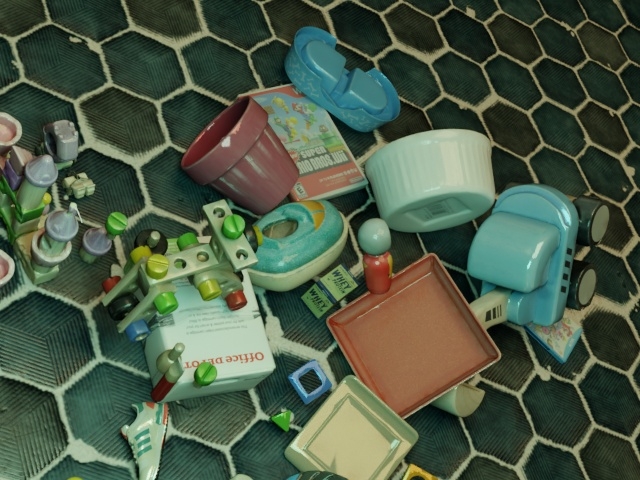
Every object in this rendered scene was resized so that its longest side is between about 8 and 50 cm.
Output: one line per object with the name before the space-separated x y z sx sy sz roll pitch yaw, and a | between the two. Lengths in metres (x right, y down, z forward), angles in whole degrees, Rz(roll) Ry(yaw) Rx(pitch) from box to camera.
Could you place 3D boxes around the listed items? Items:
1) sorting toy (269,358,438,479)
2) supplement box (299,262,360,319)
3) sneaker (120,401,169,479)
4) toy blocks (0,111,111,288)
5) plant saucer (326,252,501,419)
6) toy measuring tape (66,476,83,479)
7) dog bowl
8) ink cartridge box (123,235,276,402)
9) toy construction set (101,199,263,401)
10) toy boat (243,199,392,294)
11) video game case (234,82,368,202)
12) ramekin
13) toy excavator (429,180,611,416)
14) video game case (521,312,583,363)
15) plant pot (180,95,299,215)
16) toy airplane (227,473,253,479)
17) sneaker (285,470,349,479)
sorting toy | 0.057 0.378 1.783 0.347 0.047 0.196 42 74 -1
supplement box | 0.019 0.101 1.924 0.056 0.083 0.083 50 50 6
sneaker | -0.299 0.344 1.617 0.075 0.057 0.161 10 58 -6
toy blocks | -0.483 -0.093 1.632 0.309 0.260 0.289 -22 74 -38
plant saucer | 0.180 0.195 1.883 0.258 0.048 0.259 -32 62 3
toy measuring tape | -0.381 0.505 1.417 0.121 0.121 0.330 13 56 -24
dog bowl | 0.044 -0.360 2.206 0.297 0.074 0.166 35 43 -16
ink cartridge box | -0.220 0.138 1.741 0.198 0.115 0.273 -4 64 -31
toy construction set | -0.210 0.077 1.555 0.257 0.237 0.309 10 59 -21
toy boat | 0.000 0.000 1.852 0.318 0.148 0.267 14 37 30
video game case | -0.040 -0.215 2.122 0.204 0.025 0.285 -19 73 -37
ramekin | 0.242 -0.119 2.074 0.277 0.277 0.135 2 69 -30
toy excavator | 0.376 0.106 2.003 0.222 0.433 0.445 19 21 38
video game case | 0.516 0.186 2.210 0.166 0.015 0.119 44 49 -1
plant pot | -0.147 -0.156 1.925 0.180 0.201 0.201 44 48 -20
toy airplane | -0.090 0.584 1.438 0.386 0.272 0.384 43 41 7
sneaker | 0.084 0.509 1.678 0.340 0.140 0.125 20 63 13
